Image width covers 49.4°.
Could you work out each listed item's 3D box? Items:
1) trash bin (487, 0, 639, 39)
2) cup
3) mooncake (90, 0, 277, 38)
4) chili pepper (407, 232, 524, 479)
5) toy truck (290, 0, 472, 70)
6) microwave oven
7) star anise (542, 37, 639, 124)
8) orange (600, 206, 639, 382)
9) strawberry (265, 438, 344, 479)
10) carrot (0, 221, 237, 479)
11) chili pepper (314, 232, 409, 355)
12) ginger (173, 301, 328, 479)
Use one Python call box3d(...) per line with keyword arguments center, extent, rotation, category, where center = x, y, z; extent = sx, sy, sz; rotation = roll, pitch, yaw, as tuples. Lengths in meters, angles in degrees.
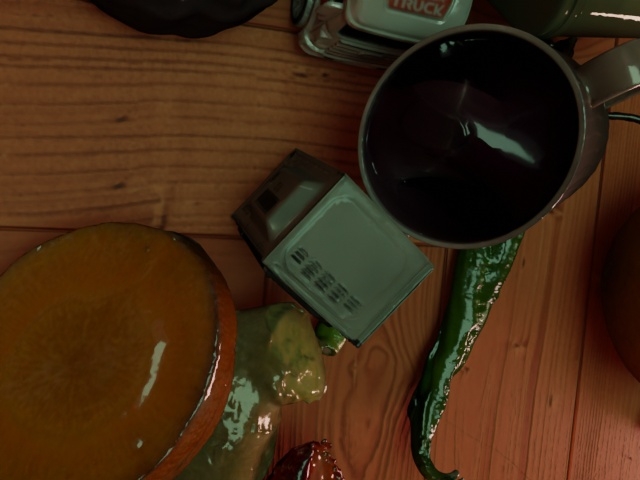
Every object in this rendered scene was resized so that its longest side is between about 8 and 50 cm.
box3d(center=(0.321, -0.335, 0.844), extent=(0.248, 0.243, 0.121), rotation=(-5, 137, -24), category="trash bin")
box3d(center=(0.210, -0.139, 0.747), extent=(0.208, 0.273, 0.288), rotation=(43, 117, 16), category="cup")
box3d(center=(-0.140, -0.351, 0.702), extent=(0.283, 0.141, 0.282), rotation=(-2, 97, -18), category="mooncake")
box3d(center=(0.186, 0.137, 0.920), extent=(0.085, 0.076, 0.358), rotation=(16, 86, -3), category="chili pepper")
box3d(center=(0.089, -0.391, 0.746), extent=(0.174, 0.207, 0.387), rotation=(4, 95, -21), category="toy truck")
box3d(center=(0.000, 0.000, 0.753), extent=(0.162, 0.208, 0.122), rotation=(43, 90, -20), category="microwave oven")
box3d(center=(0.319, -0.174, 0.927), extent=(0.234, 0.073, 0.177), rotation=(43, 80, -3), category="star anise")
box3d(center=(0.516, 0.061, 0.946), extent=(0.274, 0.274, 0.310), rotation=(32, 106, -21), category="orange")
box3d(center=(-0.048, 0.339, 0.821), extent=(0.175, 0.098, 0.228), rotation=(-23, 118, -34), category="strawberry")
box3d(center=(-0.219, 0.124, 0.695), extent=(0.258, 0.100, 0.307), rotation=(34, 87, 7), category="carrot")
box3d(center=(0.053, 0.056, 0.870), extent=(0.201, 0.052, 0.050), rotation=(-55, 141, -9), category="chili pepper")
box3d(center=(-0.095, 0.188, 0.781), extent=(0.152, 0.138, 0.267), rotation=(29, 97, 13), category="ginger")
